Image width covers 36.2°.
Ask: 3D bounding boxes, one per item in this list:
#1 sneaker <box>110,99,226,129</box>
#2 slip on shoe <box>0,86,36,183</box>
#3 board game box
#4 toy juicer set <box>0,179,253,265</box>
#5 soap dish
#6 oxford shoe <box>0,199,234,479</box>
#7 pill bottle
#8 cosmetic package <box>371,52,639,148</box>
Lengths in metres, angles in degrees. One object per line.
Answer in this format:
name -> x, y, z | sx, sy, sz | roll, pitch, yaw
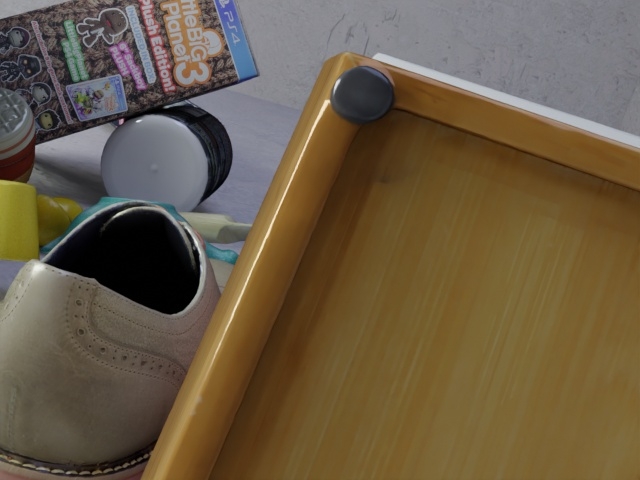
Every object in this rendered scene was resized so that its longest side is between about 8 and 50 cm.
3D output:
sneaker -> -0.295, -0.213, 1.613 | 0.319, 0.112, 0.131 | 26, 11, 37
slip on shoe -> -0.441, -0.107, 0.980 | 0.331, 0.101, 0.123 | 9, 50, 6
board game box -> -0.258, -0.220, 1.207 | 0.291, 0.141, 0.232 | -20, 10, -19
toy juicer set -> -0.184, 0.008, 0.892 | 0.329, 0.090, 0.209 | 6, -2, -34
soap dish -> 0.052, 0.078, 0.388 | 0.228, 0.291, 0.118 | 21, -13, 8
oxford shoe -> -0.096, 0.048, 0.639 | 0.140, 0.147, 0.397 | 16, 11, 4
pill bottle -> -0.183, -0.104, 1.242 | 0.130, 0.130, 0.246 | 18, 12, 1
cosmetic package -> 0.203, 0.023, 0.759 | 0.377, 0.097, 0.284 | 27, -20, 38
